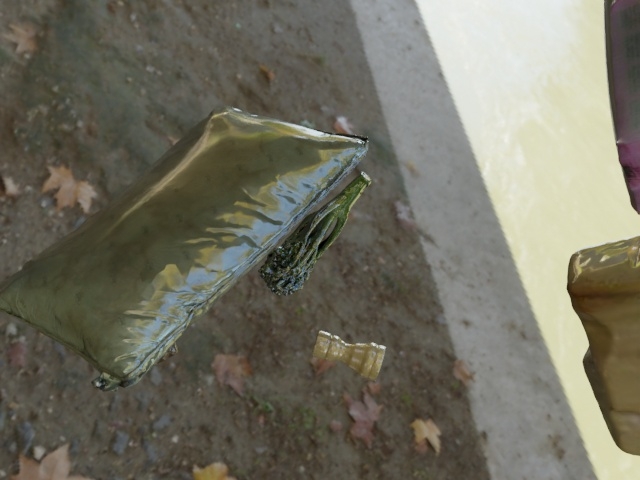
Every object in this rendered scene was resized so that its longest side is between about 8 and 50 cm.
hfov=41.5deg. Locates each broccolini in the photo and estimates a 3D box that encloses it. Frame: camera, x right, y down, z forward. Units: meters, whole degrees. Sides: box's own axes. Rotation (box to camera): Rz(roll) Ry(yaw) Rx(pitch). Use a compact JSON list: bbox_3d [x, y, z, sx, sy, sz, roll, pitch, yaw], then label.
[{"bbox_3d":[-0.009,-0.014,1.125,0.068,0.202,0.091,42,8,40],"label":"broccolini"}]

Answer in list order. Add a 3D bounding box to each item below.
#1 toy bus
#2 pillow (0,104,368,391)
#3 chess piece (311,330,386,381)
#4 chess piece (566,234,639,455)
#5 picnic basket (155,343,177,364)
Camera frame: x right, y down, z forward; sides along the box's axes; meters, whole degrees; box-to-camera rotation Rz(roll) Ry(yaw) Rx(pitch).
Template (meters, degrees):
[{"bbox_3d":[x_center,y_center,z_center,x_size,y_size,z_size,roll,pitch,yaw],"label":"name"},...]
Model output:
[{"bbox_3d":[0.435,-0.213,1.034,0.171,0.162,0.386,62,30,-48],"label":"toy bus"},{"bbox_3d":[-0.115,-0.013,0.690,0.185,0.075,0.302,19,51,36],"label":"pillow"},{"bbox_3d":[0.047,0.198,1.472,0.122,0.066,0.066,16,38,3],"label":"chess piece"},{"bbox_3d":[0.253,0.038,0.357,0.137,0.301,0.137,21,61,-45],"label":"chess piece"},{"bbox_3d":[-0.300,0.152,1.410,0.055,0.110,0.193,66,-8,-28],"label":"picnic basket"}]
